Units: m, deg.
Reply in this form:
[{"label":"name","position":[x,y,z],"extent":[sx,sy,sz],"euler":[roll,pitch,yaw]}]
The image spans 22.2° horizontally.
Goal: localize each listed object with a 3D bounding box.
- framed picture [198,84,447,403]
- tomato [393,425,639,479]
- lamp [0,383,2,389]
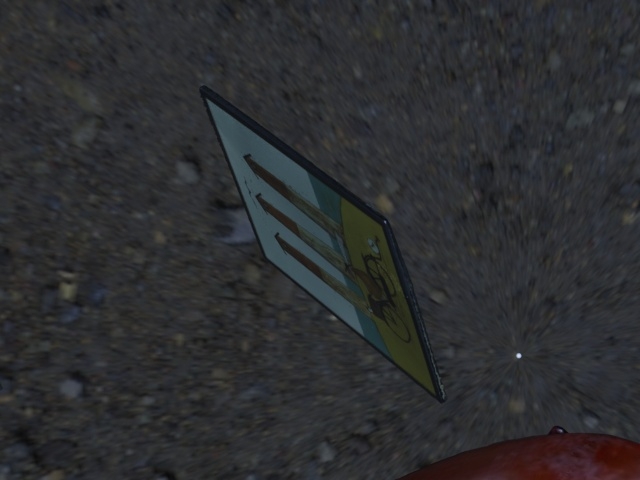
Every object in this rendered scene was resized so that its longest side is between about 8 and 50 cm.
[{"label":"framed picture","position":[0.000,0.000,1.602],"extent":[0.013,0.244,0.324],"euler":[-35,42,-18]},{"label":"tomato","position":[0.087,0.186,0.613],"extent":[0.228,0.101,0.228],"euler":[12,124,18]},{"label":"lamp","position":[-0.246,0.056,1.082],"extent":[0.054,0.041,0.121],"euler":[-26,80,-11]}]
